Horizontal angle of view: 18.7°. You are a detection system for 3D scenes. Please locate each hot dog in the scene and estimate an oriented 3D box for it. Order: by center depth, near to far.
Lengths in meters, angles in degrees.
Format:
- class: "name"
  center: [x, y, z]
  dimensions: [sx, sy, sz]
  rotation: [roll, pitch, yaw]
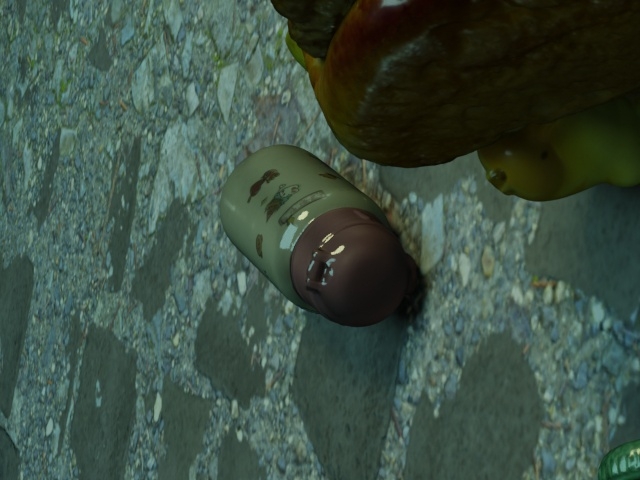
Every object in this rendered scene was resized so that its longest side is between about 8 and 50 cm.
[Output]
- class: "hot dog"
  center: [0.124, -0.191, 1.106]
  dimensions: [0.405, 0.223, 0.185]
  rotation: [-20, 60, 33]

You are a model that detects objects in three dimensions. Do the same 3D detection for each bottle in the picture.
- class: "bottle"
  center: [0.000, 0.000, 1.631]
  dimensions: [0.233, 0.110, 0.110]
  rotation: [-140, 60, -62]

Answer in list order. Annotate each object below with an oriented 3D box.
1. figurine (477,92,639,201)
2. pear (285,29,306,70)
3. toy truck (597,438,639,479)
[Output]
- class: "figurine"
  center: [0.186, -0.126, 1.250]
  dimensions: [0.156, 0.131, 0.246]
  rotation: [44, 116, 13]
- class: "pear"
  center: [0.043, -0.185, 1.590]
  dimensions: [0.141, 0.104, 0.141]
  rotation: [-54, 1, 2]
- class: "toy truck"
  center: [0.255, 0.154, 0.948]
  dimensions: [0.279, 0.156, 0.155]
  rotation: [138, 134, -57]
